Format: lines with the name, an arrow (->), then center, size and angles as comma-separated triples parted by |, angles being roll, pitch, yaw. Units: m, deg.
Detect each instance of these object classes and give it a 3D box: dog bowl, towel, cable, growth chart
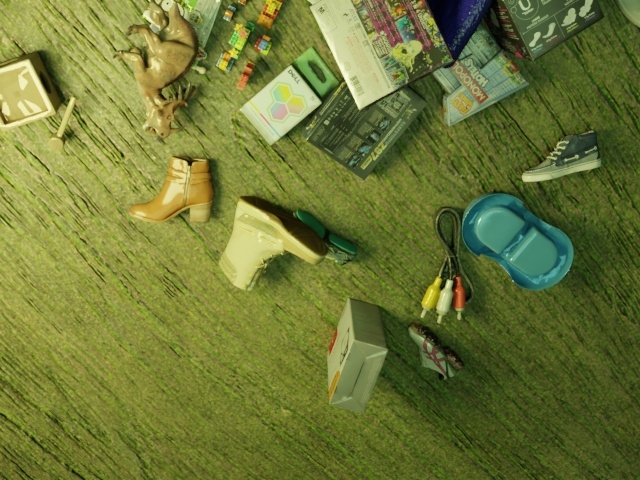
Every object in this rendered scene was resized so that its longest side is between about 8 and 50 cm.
dog bowl -> 0.467, -0.006, 1.720 | 0.297, 0.074, 0.166 | 34, 105, -14
towel -> 0.291, -0.515, 1.450 | 0.076, 0.228, 0.308 | 24, 109, -17
cable -> 0.327, 0.064, 1.745 | 0.139, 0.072, 0.287 | 3, 110, -8
growth chart -> -0.302, -0.504, 1.553 | 0.171, 0.021, 0.237 | 18, 108, -6

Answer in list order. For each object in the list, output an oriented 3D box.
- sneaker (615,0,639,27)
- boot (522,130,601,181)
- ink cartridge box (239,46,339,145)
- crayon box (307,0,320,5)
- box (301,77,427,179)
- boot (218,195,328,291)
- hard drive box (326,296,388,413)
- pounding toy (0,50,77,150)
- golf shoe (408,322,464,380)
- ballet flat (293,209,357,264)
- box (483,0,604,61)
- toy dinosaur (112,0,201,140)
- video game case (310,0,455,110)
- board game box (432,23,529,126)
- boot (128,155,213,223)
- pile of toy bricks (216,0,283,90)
sneaker -> 0.677, -0.550, 1.478 | 0.108, 0.169, 0.292 | -39, 107, 10
boot -> 0.557, -0.197, 1.663 | 0.189, 0.069, 0.086 | -14, 103, -4
ink cartridge box -> -0.067, -0.324, 1.600 | 0.209, 0.062, 0.109 | -38, 106, 11
crayon box -> 0.064, -0.624, 1.454 | 0.202, 0.081, 0.318 | 42, 105, 6
box -> 0.098, -0.276, 1.600 | 0.183, 0.059, 0.233 | 31, 108, -28
boot -> -0.118, 0.038, 1.672 | 0.262, 0.095, 0.204 | 31, 111, 22
hard drive box -> 0.086, 0.274, 1.731 | 0.089, 0.232, 0.181 | 17, 108, -6
pounding toy -> -0.625, -0.306, 1.586 | 0.181, 0.094, 0.206 | -19, 119, 0
golf shoe -> 0.283, 0.291, 1.828 | 0.086, 0.067, 0.186 | -42, 106, 15
ballet flat -> 0.000, 0.000, 1.722 | 0.188, 0.070, 0.070 | 35, 106, -9
box -> 0.437, -0.481, 1.454 | 0.163, 0.247, 0.142 | -31, 109, 9
toy dinosaur -> -0.322, -0.379, 1.517 | 0.200, 0.127, 0.296 | 32, 125, -15
video game case -> 0.120, -0.407, 1.402 | 0.210, 0.042, 0.232 | -26, 91, 20
board game box -> 0.328, -0.361, 1.596 | 0.194, 0.060, 0.194 | -41, 106, 12
boot -> -0.350, -0.122, 1.666 | 0.197, 0.073, 0.152 | -2, 112, -13
pile of toy bricks -> -0.164, -0.438, 1.534 | 0.118, 0.105, 0.212 | 25, 108, -10
